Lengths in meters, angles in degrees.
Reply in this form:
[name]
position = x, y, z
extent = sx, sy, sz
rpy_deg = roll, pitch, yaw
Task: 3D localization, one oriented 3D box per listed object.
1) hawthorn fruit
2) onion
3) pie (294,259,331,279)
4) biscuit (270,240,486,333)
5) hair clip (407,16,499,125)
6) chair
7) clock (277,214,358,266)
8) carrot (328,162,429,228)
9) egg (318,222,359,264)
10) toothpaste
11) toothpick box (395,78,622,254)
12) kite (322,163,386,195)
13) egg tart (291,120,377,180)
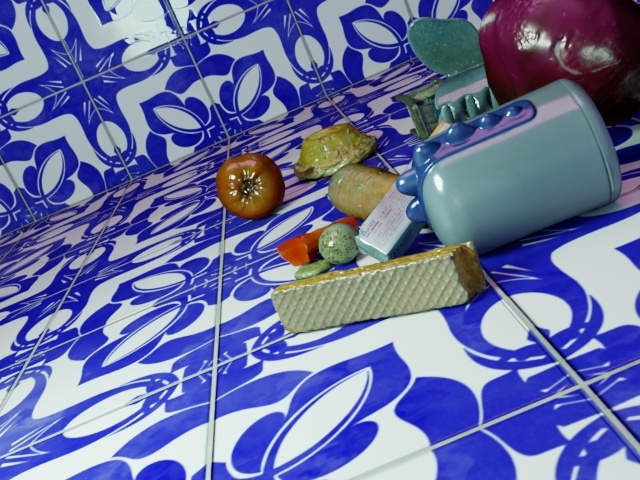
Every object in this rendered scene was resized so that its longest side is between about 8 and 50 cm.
[hawthorn fruit]
position = -0.190, -0.151, 2.310
extent = 0.197, 0.196, 0.225
rpy_deg = -21, 2, 7
[onion]
position = 0.470, -0.326, 1.685
extent = 0.420, 0.399, 0.398
rpy_deg = -57, 16, 7
[pie]
position = -0.014, 0.059, 1.721
extent = 0.085, 0.017, 0.085
rpy_deg = -21, 15, 6
[biscuit]
position = 0.089, 0.087, 1.389
extent = 0.379, 0.094, 0.054
rpy_deg = -13, 14, 28
[hair clip]
position = 0.429, -0.377, 2.036
extent = 0.319, 0.392, 0.238
rpy_deg = -19, 43, 8
[chair]
position = 0.324, -0.375, 2.363
extent = 0.147, 0.136, 0.270
rpy_deg = -25, 16, 1
[clock]
position = 0.000, 0.000, 1.784
extent = 0.155, 0.061, 0.113
rpy_deg = -26, 2, -34
[carrot]
position = 0.137, -0.091, 1.791
extent = 0.139, 0.138, 0.302
rpy_deg = -31, 29, -22
[egg]
position = 0.041, 0.005, 1.696
extent = 0.085, 0.085, 0.110
rpy_deg = -15, 17, 26
[toothpaste]
position = 0.191, -0.093, 1.601
extent = 0.089, 0.071, 0.312
rpy_deg = 30, 73, 26
[toothpick box]
position = 0.312, -0.121, 1.438
extent = 0.355, 0.262, 0.263
rpy_deg = -23, 17, 6
[kite]
position = 0.097, -0.155, 2.225
extent = 0.198, 0.006, 0.244
rpy_deg = -13, 20, 30
[egg tart]
position = 0.034, -0.282, 2.499
extent = 0.295, 0.116, 0.294
rpy_deg = -23, 19, 8
